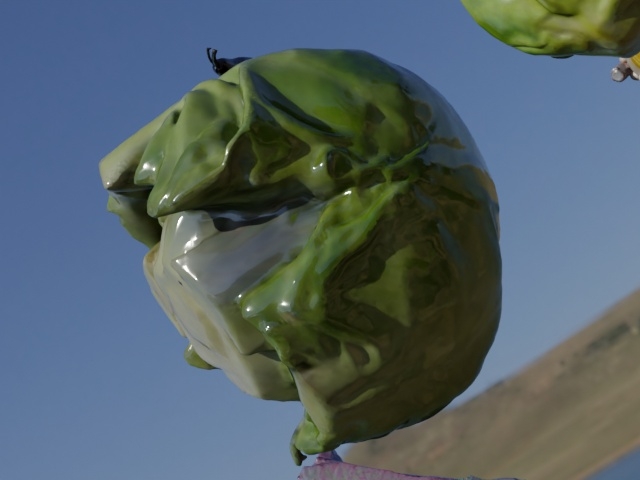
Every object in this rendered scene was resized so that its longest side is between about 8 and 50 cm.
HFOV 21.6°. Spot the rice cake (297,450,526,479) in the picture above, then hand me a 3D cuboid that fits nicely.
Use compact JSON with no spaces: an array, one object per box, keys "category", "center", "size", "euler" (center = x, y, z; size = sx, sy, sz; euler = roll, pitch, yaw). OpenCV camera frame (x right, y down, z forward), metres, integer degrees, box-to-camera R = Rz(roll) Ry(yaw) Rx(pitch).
[{"category":"rice cake","center":[0.118,0.298,2.028],"size":[0.051,0.290,0.081],"euler":[73,-150,-52]}]

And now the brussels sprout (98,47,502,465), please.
[{"category":"brussels sprout","center":[0.010,-0.010,1.794],"size":[0.361,0.425,0.342],"euler":[-39,13,-20]}]

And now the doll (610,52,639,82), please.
[{"category":"doll","center":[0.327,-0.185,1.675],"size":[0.084,0.073,0.127],"euler":[-37,-8,11]}]

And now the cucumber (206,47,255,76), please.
[{"category":"cucumber","center":[-0.077,-0.185,1.874],"size":[0.163,0.039,0.043],"euler":[0,-73,-58]}]

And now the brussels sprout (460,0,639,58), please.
[{"category":"brussels sprout","center":[0.203,-0.253,1.405],"size":[0.223,0.223,0.161],"euler":[-33,-24,10]}]
